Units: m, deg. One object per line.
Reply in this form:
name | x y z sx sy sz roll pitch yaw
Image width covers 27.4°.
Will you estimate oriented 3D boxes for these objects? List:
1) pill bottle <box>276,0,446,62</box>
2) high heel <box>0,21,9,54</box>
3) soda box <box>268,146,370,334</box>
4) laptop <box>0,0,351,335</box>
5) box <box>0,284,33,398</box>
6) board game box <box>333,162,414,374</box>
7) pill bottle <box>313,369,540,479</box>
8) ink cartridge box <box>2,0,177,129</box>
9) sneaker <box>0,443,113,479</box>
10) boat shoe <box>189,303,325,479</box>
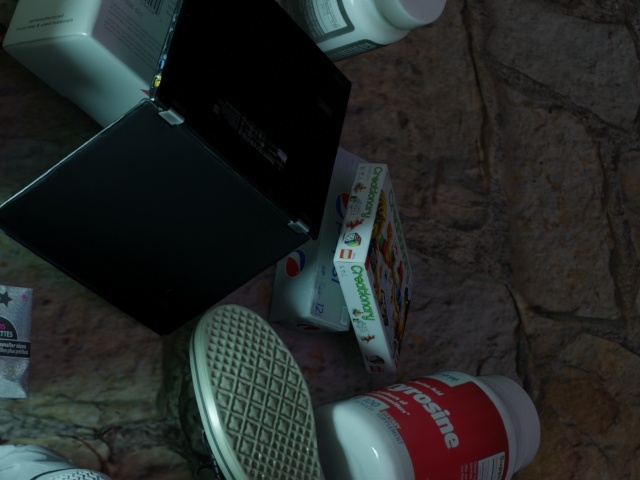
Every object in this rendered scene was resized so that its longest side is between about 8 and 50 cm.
pill bottle | 0.051 -0.373 2.061 0.161 0.283 0.161 10 76 -43
high heel | -0.426 -0.159 1.694 0.186 0.093 0.261 -33 100 -41
soda box | 0.000 0.000 2.073 0.091 0.098 0.286 23 67 -40
laptop | -0.183 -0.129 1.774 0.382 0.236 0.407 41 54 -48
box | -0.484 0.114 1.537 0.247 0.163 0.142 8 78 -43
board game box | 0.089 0.049 2.065 0.305 0.053 0.193 73 25 -50
pill bottle | 0.162 0.333 2.078 0.408 0.229 0.229 -9 89 -45
ink cartridge box | -0.242 -0.363 1.829 0.279 0.160 0.384 41 56 -47
sneaker | -0.422 0.357 1.550 0.366 0.210 0.137 -21 105 -20
boat shoe | -0.083 0.337 1.896 0.187 0.156 0.500 -21 90 -40
